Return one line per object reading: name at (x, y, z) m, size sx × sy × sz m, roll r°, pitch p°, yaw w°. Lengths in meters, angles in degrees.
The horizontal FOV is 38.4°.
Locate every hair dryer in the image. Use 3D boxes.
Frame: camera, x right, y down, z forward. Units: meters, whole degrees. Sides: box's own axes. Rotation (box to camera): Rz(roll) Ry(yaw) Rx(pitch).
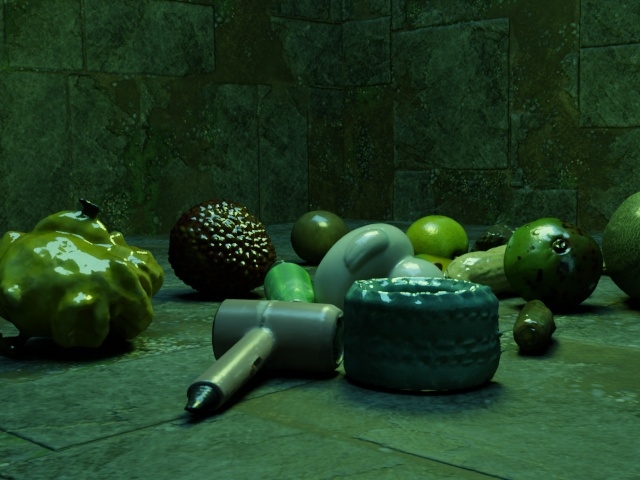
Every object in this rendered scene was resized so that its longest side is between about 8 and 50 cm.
hair dryer at (-0.094, 0.173, 1.274) m, size 0.189 × 0.106 × 0.344 m, roll 3°, pitch 15°, yaw 17°

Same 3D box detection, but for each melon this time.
melon at (0.714, 0.014, 1.925) m, size 0.249 × 0.248 × 0.329 m, roll 0°, pitch -3°, yaw 11°

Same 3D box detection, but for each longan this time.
longan at (0.000, 0.000, 2.761) m, size 0.185 × 0.159 × 0.204 m, roll 14°, pitch -36°, yaw -8°

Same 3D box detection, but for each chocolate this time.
chocolate at (-0.056, 0.115, 1.789) m, size 0.110 × 0.110 × 0.291 m, roll -1°, pitch 8°, yaw -5°

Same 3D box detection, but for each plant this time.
plant at (0.485, 0.029, 2.333) m, size 0.149 × 0.146 × 0.274 m, roll 48°, pitch 23°, yaw 17°

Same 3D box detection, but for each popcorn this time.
popcorn at (-0.425, 0.062, 1.590) m, size 0.297 × 0.280 × 0.316 m, roll 15°, pitch 16°, yaw -7°

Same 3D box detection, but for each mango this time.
mango at (0.279, 0.083, 2.183) m, size 0.122 × 0.085 × 0.191 m, roll 8°, pitch 8°, yaw -38°

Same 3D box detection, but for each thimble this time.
thimble at (0.147, 0.130, 1.322) m, size 0.235 × 0.143 × 0.198 m, roll 3°, pitch 6°, yaw 17°

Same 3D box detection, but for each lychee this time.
lychee at (-0.227, 0.021, 2.146) m, size 0.271 × 0.235 × 0.236 m, roll 25°, pitch 16°, yaw 24°

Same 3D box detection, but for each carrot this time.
carrot at (0.381, 0.138, 1.625) m, size 0.070 × 0.070 × 0.342 m, roll 1°, pitch 4°, yaw 15°

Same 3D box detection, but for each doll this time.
doll at (0.120, 0.090, 1.712) m, size 0.251 × 0.221 × 0.221 m, roll -23°, pitch 15°, yaw -27°

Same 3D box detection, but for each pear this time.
pear at (0.323, 0.025, 2.463) m, size 0.180 × 0.166 × 0.216 m, roll 11°, pitch 19°, yaw -40°

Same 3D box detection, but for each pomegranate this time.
pomegranate at (0.481, 0.059, 1.933) m, size 0.202 × 0.202 × 0.248 m, roll -1°, pitch -22°, yaw 2°

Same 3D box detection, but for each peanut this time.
peanut at (0.389, 0.071, 2.080) m, size 0.257 × 0.123 × 0.123 m, roll -5°, pitch 7°, yaw -27°

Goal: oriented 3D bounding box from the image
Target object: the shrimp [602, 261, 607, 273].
shrimp at (0.751, 0.072, 2.367) m, size 0.152 × 0.046 × 0.219 m, roll -3°, pitch 2°, yaw -35°
